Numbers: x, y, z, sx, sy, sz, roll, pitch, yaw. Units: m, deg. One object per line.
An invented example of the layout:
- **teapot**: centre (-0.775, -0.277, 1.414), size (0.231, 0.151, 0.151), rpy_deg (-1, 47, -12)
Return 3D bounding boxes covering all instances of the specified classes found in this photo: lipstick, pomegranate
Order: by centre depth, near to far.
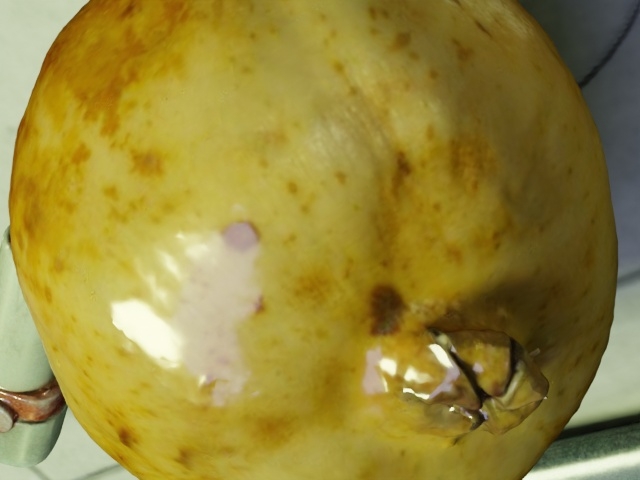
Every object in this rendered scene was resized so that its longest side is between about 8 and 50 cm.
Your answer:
- **pomegranate**: centre (0.000, 0.000, 0.528), size (0.248, 0.248, 0.248), rpy_deg (9, 132, 10)
- **lipstick**: centre (-0.152, 0.038, 0.730), size (0.063, 0.057, 0.186), rpy_deg (21, 130, -1)

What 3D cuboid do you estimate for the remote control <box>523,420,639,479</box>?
- **remote control**: centre (0.229, 0.113, 0.683), size (0.378, 0.044, 0.107), rpy_deg (-18, 118, 29)
